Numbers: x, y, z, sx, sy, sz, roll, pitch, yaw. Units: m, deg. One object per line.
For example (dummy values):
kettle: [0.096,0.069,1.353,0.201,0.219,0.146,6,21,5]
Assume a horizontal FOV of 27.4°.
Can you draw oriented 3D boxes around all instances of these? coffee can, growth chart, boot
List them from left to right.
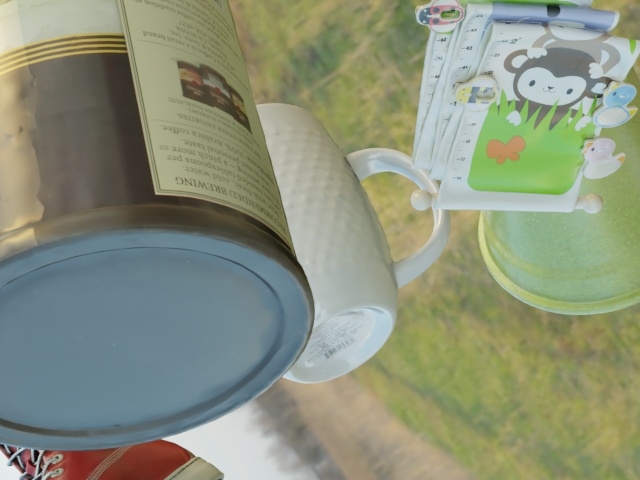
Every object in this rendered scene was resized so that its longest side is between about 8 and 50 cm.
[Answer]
boot: [-0.192,0.175,0.909,0.176,0.088,0.244,30,-163,11]
coffee can: [-0.130,-0.051,0.735,0.201,0.201,0.275,64,-172,-54]
growth chart: [0.142,-0.100,0.922,0.237,0.171,0.021,88,177,-46]

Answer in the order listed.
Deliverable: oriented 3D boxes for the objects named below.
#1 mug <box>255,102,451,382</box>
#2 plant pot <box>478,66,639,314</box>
mug: [0.000,0.000,1.827,0.328,0.374,0.276,59,169,33]
plant pot: [0.276,-0.097,1.464,0.276,0.276,0.254,50,176,41]
